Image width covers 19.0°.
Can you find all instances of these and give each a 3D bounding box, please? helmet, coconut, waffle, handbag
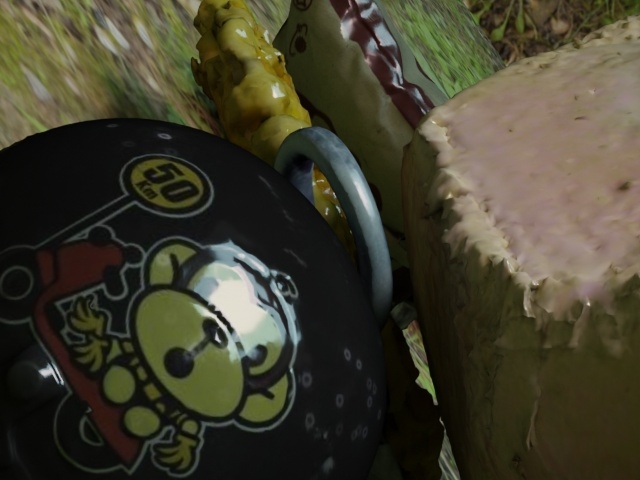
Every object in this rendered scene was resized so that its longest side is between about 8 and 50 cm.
[{"bbox_3d":[-0.056,0.044,0.828,0.230,0.160,0.279,57,16,9],"label":"helmet"},{"bbox_3d":[0.244,0.063,0.996,0.404,0.404,0.404,51,16,-20],"label":"coconut"},{"bbox_3d":[-0.003,0.001,1.134,0.312,0.060,0.307,-112,-179,-62],"label":"waffle"},{"bbox_3d":[0.032,-0.066,1.321,0.235,0.127,0.213,55,-30,8],"label":"handbag"}]

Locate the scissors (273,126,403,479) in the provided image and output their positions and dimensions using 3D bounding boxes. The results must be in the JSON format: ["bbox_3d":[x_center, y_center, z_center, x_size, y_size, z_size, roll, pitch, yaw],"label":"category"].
[{"bbox_3d":[0.031,0.143,0.968,0.383,0.029,0.256,67,-23,3],"label":"scissors"}]
